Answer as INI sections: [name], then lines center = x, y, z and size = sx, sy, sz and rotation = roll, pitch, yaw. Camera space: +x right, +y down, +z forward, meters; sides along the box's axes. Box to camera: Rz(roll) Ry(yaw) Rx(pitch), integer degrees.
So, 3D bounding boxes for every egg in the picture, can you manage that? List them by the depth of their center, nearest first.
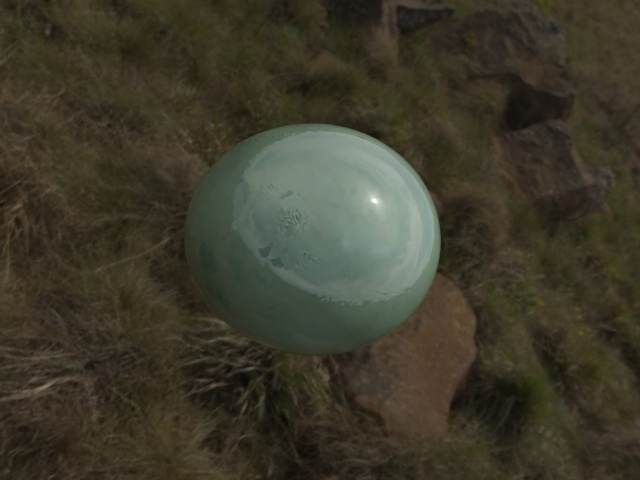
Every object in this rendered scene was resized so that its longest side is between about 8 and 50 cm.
[egg]
center = 0.000, 0.000, 0.808
size = 0.389, 0.276, 0.276
rotation = 2, 58, -60
